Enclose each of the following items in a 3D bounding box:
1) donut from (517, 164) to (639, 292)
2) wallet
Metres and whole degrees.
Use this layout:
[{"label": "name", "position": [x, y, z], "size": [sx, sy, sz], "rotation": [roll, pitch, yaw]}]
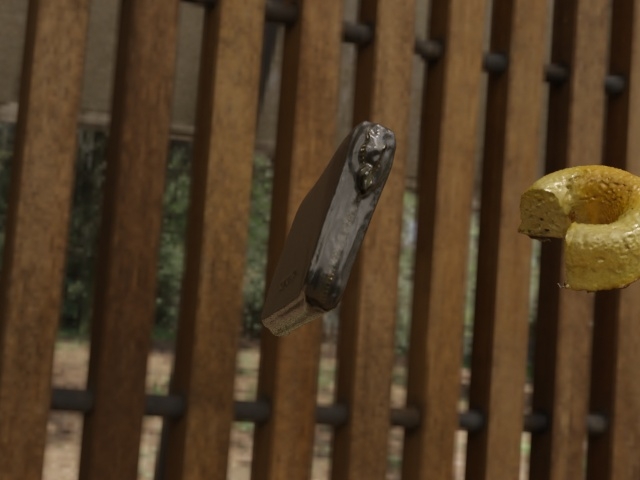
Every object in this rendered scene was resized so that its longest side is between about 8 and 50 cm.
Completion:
[{"label": "donut", "position": [0.295, -0.022, 1.245], "size": [0.146, 0.078, 0.181], "rotation": [-17, 28, -3]}, {"label": "wallet", "position": [0.000, 0.000, 0.943], "size": [0.044, 0.149, 0.250], "rotation": [21, -12, -7]}]
